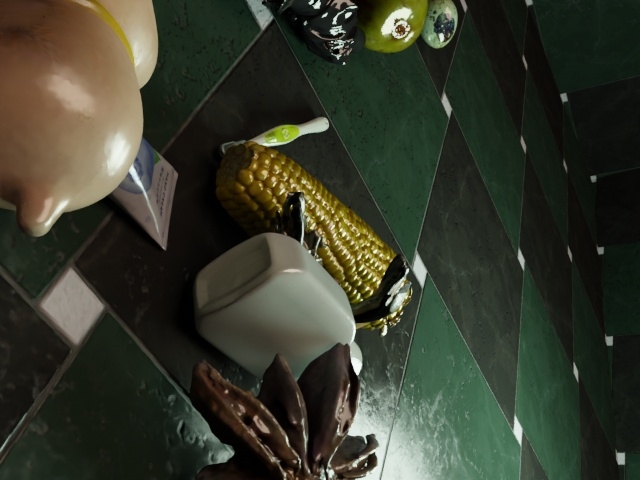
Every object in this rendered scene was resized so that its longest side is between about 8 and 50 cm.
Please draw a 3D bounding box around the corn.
[{"bbox_3d":[0.000,0.000,0.752,0.305,0.106,0.106,44,42,-38],"label":"corn"}]

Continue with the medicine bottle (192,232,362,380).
[{"bbox_3d":[-0.031,0.080,0.641,0.183,0.119,0.069,48,15,-39],"label":"medicine bottle"}]

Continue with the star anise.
[{"bbox_3d":[-0.029,0.192,0.593,0.236,0.093,0.229,45,67,-29],"label":"star anise"}]

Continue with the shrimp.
[{"bbox_3d":[0.018,0.033,0.682,0.046,0.152,0.219,-102,-177,-45],"label":"shrimp"}]

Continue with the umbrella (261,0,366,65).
[{"bbox_3d":[-0.016,-0.317,0.858,0.272,0.110,0.122,19,53,-56],"label":"umbrella"}]

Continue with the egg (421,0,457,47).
[{"bbox_3d":[0.242,-0.456,1.391,0.085,0.085,0.110,5,83,-59],"label":"egg"}]

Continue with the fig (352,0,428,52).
[{"bbox_3d":[0.083,-0.389,1.058,0.186,0.148,0.142,44,37,23],"label":"fig"}]

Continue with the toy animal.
[{"bbox_3d":[-0.183,-0.113,0.429,0.165,0.149,0.248,15,61,-30],"label":"toy animal"}]

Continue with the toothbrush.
[{"bbox_3d":[-0.048,-0.127,0.809,0.263,0.026,0.022,-34,108,-62],"label":"toothbrush"}]

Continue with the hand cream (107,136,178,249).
[{"bbox_3d":[-0.160,-0.060,0.564,0.142,0.053,0.084,51,36,-53],"label":"hand cream"}]
